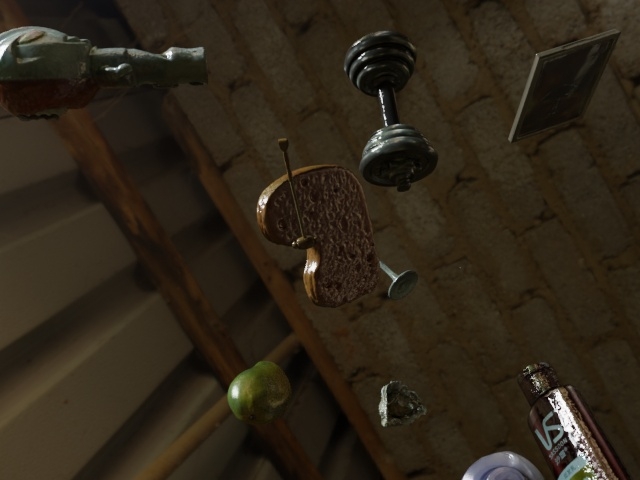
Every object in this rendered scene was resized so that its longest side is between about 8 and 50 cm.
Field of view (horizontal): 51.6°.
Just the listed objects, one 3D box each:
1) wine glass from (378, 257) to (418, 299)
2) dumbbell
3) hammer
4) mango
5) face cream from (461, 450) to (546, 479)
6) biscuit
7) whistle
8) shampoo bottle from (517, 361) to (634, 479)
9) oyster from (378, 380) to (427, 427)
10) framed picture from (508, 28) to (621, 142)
[{"bbox_3d":[0.194,0.030,1.877,0.264,0.096,0.309,-3,-144,-41],"label":"wine glass"},{"bbox_3d":[0.157,-0.297,1.506,0.179,0.179,0.407,29,-133,-54],"label":"dumbbell"},{"bbox_3d":[-0.027,-0.046,0.684,0.014,0.029,0.123,-127,22,-65],"label":"hammer"},{"bbox_3d":[-0.120,0.319,1.395,0.122,0.086,0.191,30,-155,16],"label":"mango"},{"bbox_3d":[0.332,0.496,1.128,0.235,0.137,0.420,63,179,44],"label":"face cream"},{"bbox_3d":[-0.001,0.000,1.229,0.262,0.052,0.277,-27,-72,-42],"label":"biscuit"},{"bbox_3d":[-0.342,-0.245,0.975,0.142,0.345,0.134,144,120,-76],"label":"whistle"},{"bbox_3d":[0.432,0.351,1.123,0.084,0.129,0.323,10,-143,-21],"label":"shampoo bottle"},{"bbox_3d":[0.138,0.288,1.136,0.100,0.037,0.098,21,-149,-25],"label":"oyster"},{"bbox_3d":[0.571,-0.360,1.571,0.290,0.211,0.020,86,162,-59],"label":"framed picture"}]
